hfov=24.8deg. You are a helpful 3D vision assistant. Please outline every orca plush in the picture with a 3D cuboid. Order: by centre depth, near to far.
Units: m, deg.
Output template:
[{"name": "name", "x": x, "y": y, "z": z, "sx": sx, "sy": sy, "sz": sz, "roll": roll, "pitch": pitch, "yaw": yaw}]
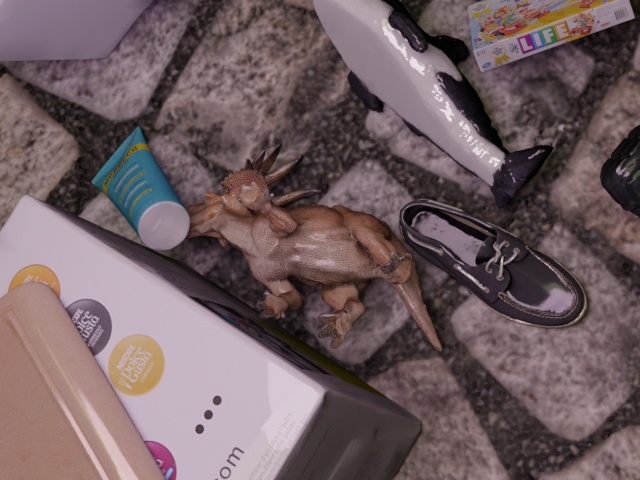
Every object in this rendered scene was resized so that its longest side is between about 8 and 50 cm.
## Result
[{"name": "orca plush", "x": 0.123, "y": -0.173, "z": 1.447, "sx": 0.287, "sy": 0.151, "sz": 0.102, "roll": 39, "pitch": 62, "yaw": 22}]

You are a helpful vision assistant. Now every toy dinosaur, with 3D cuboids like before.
[{"name": "toy dinosaur", "x": 0.000, "y": 0.000, "z": 1.447, "sx": 0.295, "sy": 0.200, "sz": 0.127, "roll": 21, "pitch": 109, "yaw": -4}]

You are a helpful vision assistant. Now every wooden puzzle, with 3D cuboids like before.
[{"name": "wooden puzzle", "x": -0.265, "y": 0.185, "z": 1.178, "sx": 0.238, "sy": 0.044, "sz": 0.221, "roll": -36, "pitch": 70, "yaw": 5}]

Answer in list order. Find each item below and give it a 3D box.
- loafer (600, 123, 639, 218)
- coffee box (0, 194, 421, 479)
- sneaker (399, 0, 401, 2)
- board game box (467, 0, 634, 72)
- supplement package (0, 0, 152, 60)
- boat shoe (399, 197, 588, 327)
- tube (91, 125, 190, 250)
[{"name": "loafer", "x": 0.360, "y": -0.114, "z": 1.381, "sx": 0.078, "sy": 0.076, "sz": 0.223, "roll": 41, "pitch": 89, "yaw": -11}, {"name": "coffee box", "x": -0.162, "y": 0.207, "z": 1.340, "sx": 0.334, "sy": 0.338, "sz": 0.338, "roll": 32, "pitch": 91, "yaw": 21}, {"name": "sneaker", "x": 0.069, "y": -0.288, "z": 1.513, "sx": 0.040, "sy": 0.044, "sz": 0.109, "roll": 8, "pitch": 84, "yaw": 16}, {"name": "board game box", "x": 0.223, "y": -0.224, "z": 1.428, "sx": 0.154, "sy": 0.026, "sz": 0.103, "roll": -19, "pitch": 31, "yaw": 13}, {"name": "supplement package", "x": -0.306, "y": -0.350, "z": 1.525, "sx": 0.199, "sy": 0.198, "sz": 0.263, "roll": -44, "pitch": 68, "yaw": 36}, {"name": "boat shoe", "x": 0.162, "y": 0.022, "z": 1.416, "sx": 0.206, "sy": 0.065, "sz": 0.075, "roll": 31, "pitch": 91, "yaw": 20}, {"name": "tube", "x": -0.187, "y": -0.054, "z": 1.505, "sx": 0.080, "sy": 0.052, "sz": 0.207, "roll": -45, "pitch": 31, "yaw": 2}]
